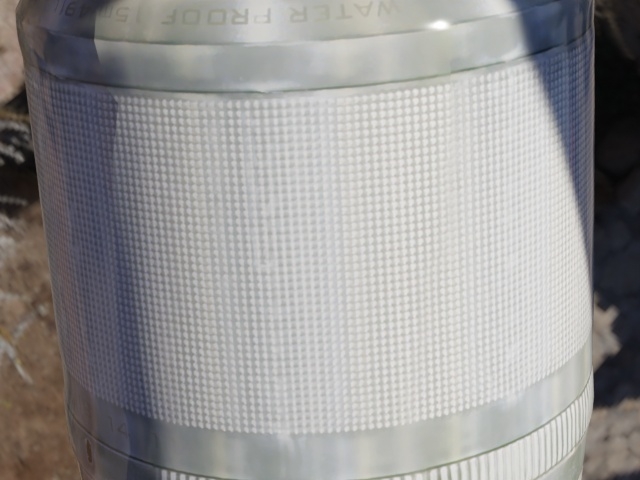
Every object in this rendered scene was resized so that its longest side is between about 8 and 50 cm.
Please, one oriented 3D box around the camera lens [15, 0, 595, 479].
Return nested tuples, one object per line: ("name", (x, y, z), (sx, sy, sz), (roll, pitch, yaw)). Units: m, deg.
("camera lens", (0.000, 0.000, 0.595), (0.219, 0.219, 0.274), (-13, 111, -26))
